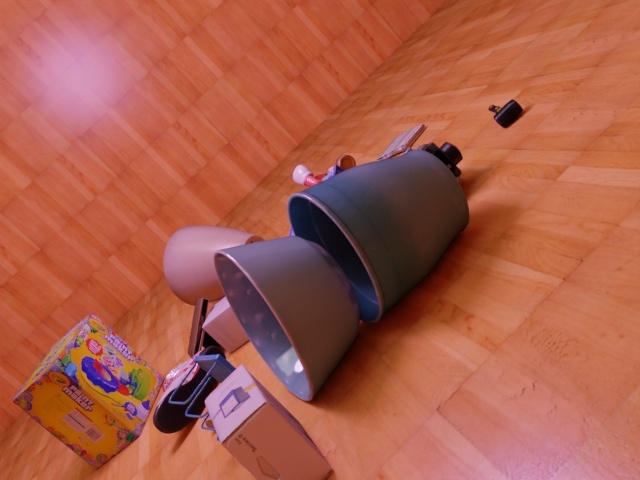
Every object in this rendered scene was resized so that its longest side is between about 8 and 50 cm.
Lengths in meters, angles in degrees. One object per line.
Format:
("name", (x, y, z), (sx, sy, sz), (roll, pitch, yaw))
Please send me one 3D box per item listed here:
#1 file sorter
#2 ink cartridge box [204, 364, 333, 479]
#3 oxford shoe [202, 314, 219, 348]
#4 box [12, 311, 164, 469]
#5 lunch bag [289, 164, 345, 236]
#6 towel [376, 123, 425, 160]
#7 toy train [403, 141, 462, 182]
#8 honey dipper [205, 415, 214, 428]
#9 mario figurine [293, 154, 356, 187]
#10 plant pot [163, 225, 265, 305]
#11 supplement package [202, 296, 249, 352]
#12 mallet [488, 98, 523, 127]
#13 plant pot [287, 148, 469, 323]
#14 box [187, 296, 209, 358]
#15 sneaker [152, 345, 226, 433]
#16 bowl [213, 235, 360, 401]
("file sorter", (-0.172, 0.301, 1.321), (0.104, 0.170, 0.118), (-55, 18, -25))
("ink cartridge box", (-0.086, 0.298, 1.121), (0.093, 0.154, 0.212), (-44, 14, -6))
("oxford shoe", (-0.244, 0.205, 1.992), (0.227, 0.083, 0.096), (-54, -16, -6))
("box", (-0.617, 0.402, 1.974), (0.177, 0.290, 0.279), (-39, 16, 16))
("lunch bag", (0.000, 0.000, 1.752), (0.221, 0.138, 0.293), (-47, 15, 41))
("towel", (0.241, -0.288, 2.164), (0.113, 0.023, 0.152), (-48, 13, -26))
("toy train", (0.168, -0.075, 1.556), (0.334, 0.142, 0.190), (-47, 1, 0))
("honey dipper", (-0.205, 0.342, 1.567), (0.030, 0.030, 0.160), (-35, 15, 30))
("mario figurine", (0.054, -0.172, 1.975), (0.170, 0.198, 0.320), (-44, 7, -22))
("plant pot", (-0.292, 0.061, 2.223), (0.274, 0.256, 0.256), (-10, 33, 38))
("supplement package", (-0.190, 0.180, 1.825), (0.179, 0.105, 0.105), (-38, 15, 26))
("mallet", (0.415, -0.296, 1.699), (0.062, 0.039, 0.189), (-45, 10, 4))
("plant pot", (0.121, -0.030, 1.325), (0.255, 0.271, 0.272), (-33, 11, -17))
("box", (-0.327, 0.232, 1.940), (0.201, 0.021, 0.164), (166, 113, -76))
("sneaker", (-0.333, 0.369, 1.717), (0.145, 0.090, 0.270), (-33, 14, 38))
("bowl", (-0.044, 0.114, 1.310), (0.163, 0.311, 0.311), (-32, 11, -18))
